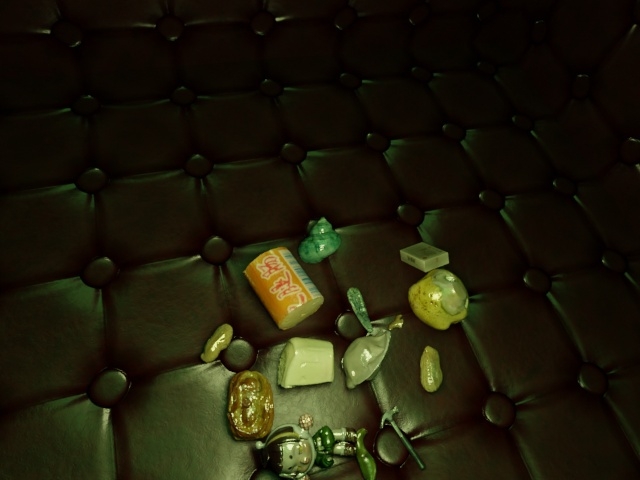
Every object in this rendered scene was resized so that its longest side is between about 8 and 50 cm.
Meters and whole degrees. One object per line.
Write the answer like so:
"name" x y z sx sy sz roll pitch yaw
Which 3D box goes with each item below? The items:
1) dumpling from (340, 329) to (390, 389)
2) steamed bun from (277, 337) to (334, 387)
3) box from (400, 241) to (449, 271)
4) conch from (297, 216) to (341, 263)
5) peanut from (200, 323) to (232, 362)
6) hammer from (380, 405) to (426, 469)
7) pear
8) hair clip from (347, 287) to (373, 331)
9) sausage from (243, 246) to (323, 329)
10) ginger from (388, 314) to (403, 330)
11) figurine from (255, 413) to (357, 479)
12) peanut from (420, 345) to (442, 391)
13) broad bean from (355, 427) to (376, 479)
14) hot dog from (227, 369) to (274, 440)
"dumpling" 0.182 0.466 1.825 0.163 0.204 0.293 30 69 21
"steamed bun" -0.053 0.491 1.811 0.226 0.170 0.199 12 90 -21
"box" 0.486 0.075 2.113 0.141 0.201 0.058 -19 110 -20
"conch" 0.001 -0.004 2.100 0.196 0.134 0.202 9 60 -6
"peanut" -0.416 0.419 1.826 0.080 0.080 0.174 31 64 9
"hammer" 0.326 0.788 1.766 0.103 0.029 0.246 -26 69 -22
"pear" 0.529 0.263 1.991 0.272 0.271 0.271 4 60 -7
"hair clip" 0.180 0.312 2.007 0.066 0.036 0.229 -11 57 -20
"sausage" -0.154 0.201 1.903 0.233 0.233 0.287 -29 70 -23
"ginger" 0.344 0.373 2.004 0.048 0.030 0.097 22 52 36
"figurine" -0.046 0.758 1.646 0.370 0.167 0.281 1 96 -19
"peanut" 0.470 0.542 1.896 0.094 0.083 0.194 12 59 -3
"broad bean" 0.170 0.828 1.701 0.071 0.048 0.213 -8 66 -8
"hot dog" -0.268 0.618 1.711 0.175 0.114 0.258 -2 62 -12
